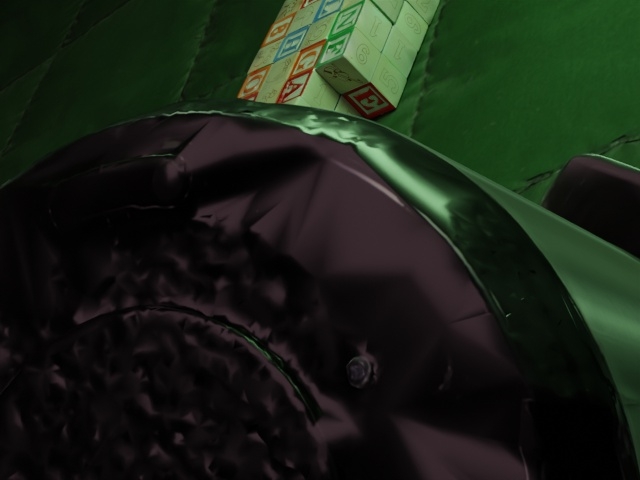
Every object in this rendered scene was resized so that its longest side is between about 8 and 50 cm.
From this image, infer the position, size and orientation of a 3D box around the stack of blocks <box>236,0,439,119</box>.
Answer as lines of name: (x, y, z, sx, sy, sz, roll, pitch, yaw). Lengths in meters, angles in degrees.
stack of blocks: (-0.002, -0.157, 1.478, 0.171, 0.087, 0.297, -18, 39, 44)

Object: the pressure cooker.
pressure cooker: (0.035, 0.156, 0.665, 0.370, 0.420, 0.375, -25, 67, 26)
